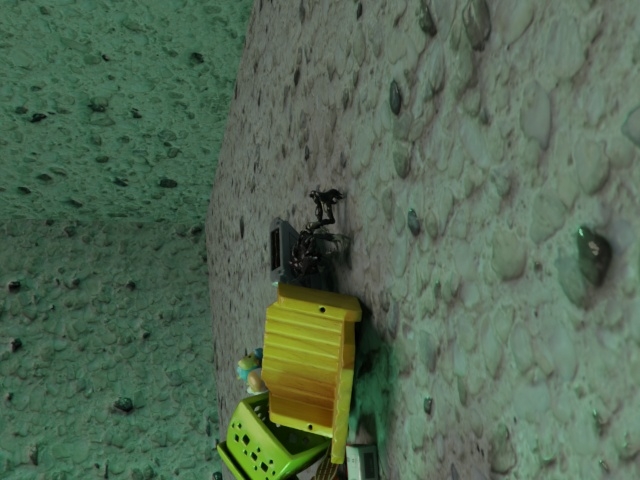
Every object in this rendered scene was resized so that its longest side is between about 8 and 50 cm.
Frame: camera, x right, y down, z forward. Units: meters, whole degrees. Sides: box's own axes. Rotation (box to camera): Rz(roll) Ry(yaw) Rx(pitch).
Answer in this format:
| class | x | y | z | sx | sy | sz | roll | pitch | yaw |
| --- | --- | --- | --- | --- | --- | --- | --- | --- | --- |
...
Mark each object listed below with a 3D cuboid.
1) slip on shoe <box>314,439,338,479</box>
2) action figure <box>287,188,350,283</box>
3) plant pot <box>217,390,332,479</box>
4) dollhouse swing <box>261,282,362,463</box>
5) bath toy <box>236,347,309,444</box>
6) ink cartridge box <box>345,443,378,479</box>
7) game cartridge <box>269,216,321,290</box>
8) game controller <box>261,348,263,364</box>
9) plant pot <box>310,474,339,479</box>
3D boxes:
| class | x | y | z | sx | sy | sz | roll | pitch | yaw |
| --- | --- | --- | --- | --- | --- | --- | --- | --- | --- |
| slip on shoe | 0.025 | 0.597 | 1.710 | 0.041 | 0.052 | 0.135 | 85 | -157 | -46 |
| action figure | 0.000 | 0.000 | 1.740 | 0.164 | 0.141 | 0.275 | -24 | 48 | 65 |
| plant pot | -0.139 | 0.576 | 1.793 | 0.228 | 0.227 | 0.207 | 44 | 110 | 27 |
| dollhouse swing | -0.043 | 0.329 | 1.576 | 0.305 | 0.315 | 0.346 | -34 | -49 | -69 |
| bath toy | -0.130 | 0.499 | 1.996 | 0.348 | 0.129 | 0.151 | 47 | 178 | 33 |
| ink cartridge box | 0.082 | 0.606 | 1.594 | 0.232 | 0.066 | 0.189 | 145 | 124 | -64 |
| game cartridge | -0.072 | 0.081 | 1.881 | 0.198 | 0.062 | 0.297 | 51 | -161 | -33 |
| game controller | -0.173 | 0.479 | 2.352 | 0.319 | 0.067 | 0.166 | 151 | 112 | -69 |
| plant pot | -0.048 | 0.777 | 1.696 | 0.291 | 0.204 | 0.290 | 179 | 90 | -78 |
